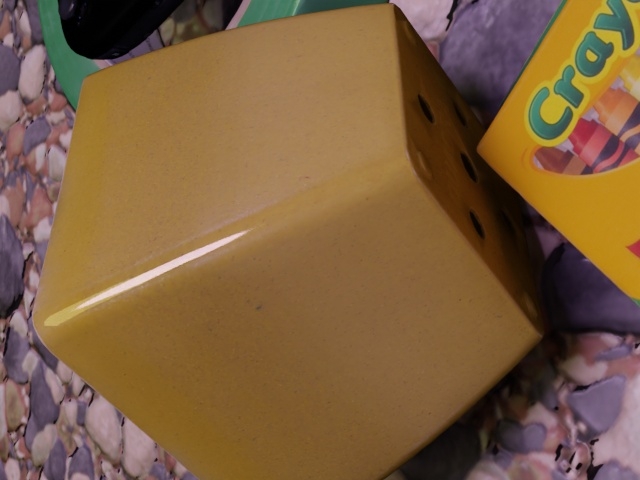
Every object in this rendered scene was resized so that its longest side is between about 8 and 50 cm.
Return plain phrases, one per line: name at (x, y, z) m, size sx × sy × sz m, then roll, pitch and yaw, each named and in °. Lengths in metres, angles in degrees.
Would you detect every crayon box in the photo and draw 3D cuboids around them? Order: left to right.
crayon box at (0.208, -0.057, 0.598) m, size 0.318 × 0.081 × 0.202 m, roll 48°, pitch 120°, yaw 36°

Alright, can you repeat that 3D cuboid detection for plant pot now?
plant pot at (0.000, 0.000, 0.693) m, size 0.187 × 0.212 × 0.212 m, roll -25°, pitch 38°, yaw 21°

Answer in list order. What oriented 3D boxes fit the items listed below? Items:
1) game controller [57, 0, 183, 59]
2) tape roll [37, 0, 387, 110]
game controller at (-0.075, -0.253, 0.796) m, size 0.319 × 0.067 × 0.166 m, roll -37°, pitch 63°, yaw 37°
tape roll at (-0.082, -0.220, 0.902) m, size 0.321 × 0.077 × 0.321 m, roll -4°, pitch 84°, yaw 45°
